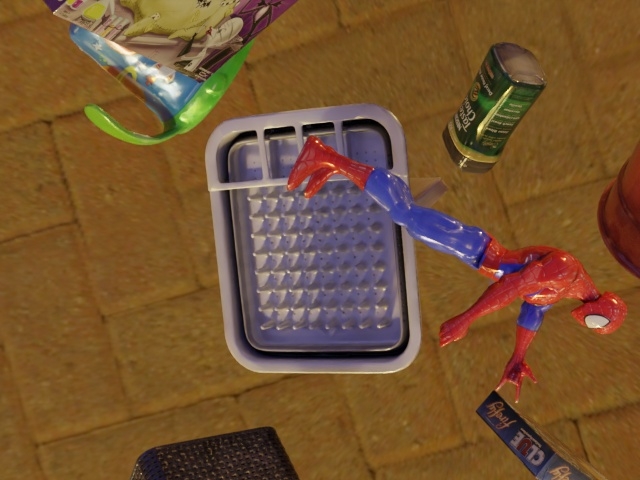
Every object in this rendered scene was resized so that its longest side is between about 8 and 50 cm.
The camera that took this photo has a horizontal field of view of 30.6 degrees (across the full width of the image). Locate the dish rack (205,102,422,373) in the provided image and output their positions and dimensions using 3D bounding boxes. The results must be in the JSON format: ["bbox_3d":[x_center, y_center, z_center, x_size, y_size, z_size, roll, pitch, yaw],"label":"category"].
[{"bbox_3d":[0.000,0.000,1.495,0.285,0.072,0.333,-3,94,27],"label":"dish rack"}]

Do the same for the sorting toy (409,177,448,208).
[{"bbox_3d":[0.036,-0.036,1.877,0.257,0.255,0.089,-42,106,-15],"label":"sorting toy"}]

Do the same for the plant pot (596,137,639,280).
[{"bbox_3d":[0.536,-0.103,1.571,0.272,0.265,0.272,2,48,-2],"label":"plant pot"}]

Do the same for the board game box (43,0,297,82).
[{"bbox_3d":[-0.113,-0.260,1.132,0.208,0.347,0.056,-43,78,11],"label":"board game box"}]

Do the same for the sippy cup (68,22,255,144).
[{"bbox_3d":[-0.243,-0.314,1.749,0.224,0.306,0.240,33,128,-22],"label":"sippy cup"}]

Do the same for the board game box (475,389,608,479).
[{"bbox_3d":[0.332,0.311,1.579,0.243,0.165,0.042,38,94,-30],"label":"board game box"}]

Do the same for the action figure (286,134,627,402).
[{"bbox_3d":[0.097,0.034,0.931,0.280,0.091,0.139,23,93,15],"label":"action figure"}]

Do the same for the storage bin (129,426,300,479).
[{"bbox_3d":[-0.126,0.294,1.356,0.084,0.180,0.122,60,140,36],"label":"storage bin"}]

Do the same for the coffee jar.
[{"bbox_3d":[0.243,-0.185,1.672,0.079,0.184,0.096,5,45,-23],"label":"coffee jar"}]
